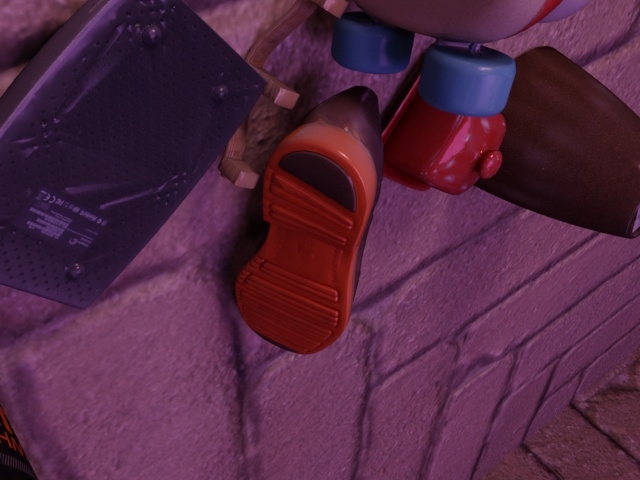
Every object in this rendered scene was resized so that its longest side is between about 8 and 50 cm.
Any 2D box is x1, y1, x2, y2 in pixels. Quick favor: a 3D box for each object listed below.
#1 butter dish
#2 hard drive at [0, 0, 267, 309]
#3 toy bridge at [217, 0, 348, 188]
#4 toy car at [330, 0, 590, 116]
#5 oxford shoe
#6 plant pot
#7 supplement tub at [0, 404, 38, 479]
[{"bbox_3d":[0.160,-0.114,0.789,0.160,0.118,0.160,15,113,-53],"label":"butter dish"},{"bbox_3d":[-0.173,-0.072,0.527,0.255,0.054,0.172,-50,146,4],"label":"hard drive"},{"bbox_3d":[-0.046,-0.136,0.591,0.026,0.063,0.188,7,118,-50],"label":"toy bridge"},{"bbox_3d":[0.154,-0.247,0.572,0.238,0.210,0.219,-18,129,-38],"label":"toy car"},{"bbox_3d":[0.000,0.000,0.724,0.133,0.130,0.364,-61,175,-40],"label":"oxford shoe"},{"bbox_3d":[0.340,-0.108,0.890,0.215,0.230,0.215,-28,142,-25],"label":"plant pot"},{"bbox_3d":[-0.283,0.173,0.417,0.193,0.316,0.194,-29,142,-25],"label":"supplement tub"}]
